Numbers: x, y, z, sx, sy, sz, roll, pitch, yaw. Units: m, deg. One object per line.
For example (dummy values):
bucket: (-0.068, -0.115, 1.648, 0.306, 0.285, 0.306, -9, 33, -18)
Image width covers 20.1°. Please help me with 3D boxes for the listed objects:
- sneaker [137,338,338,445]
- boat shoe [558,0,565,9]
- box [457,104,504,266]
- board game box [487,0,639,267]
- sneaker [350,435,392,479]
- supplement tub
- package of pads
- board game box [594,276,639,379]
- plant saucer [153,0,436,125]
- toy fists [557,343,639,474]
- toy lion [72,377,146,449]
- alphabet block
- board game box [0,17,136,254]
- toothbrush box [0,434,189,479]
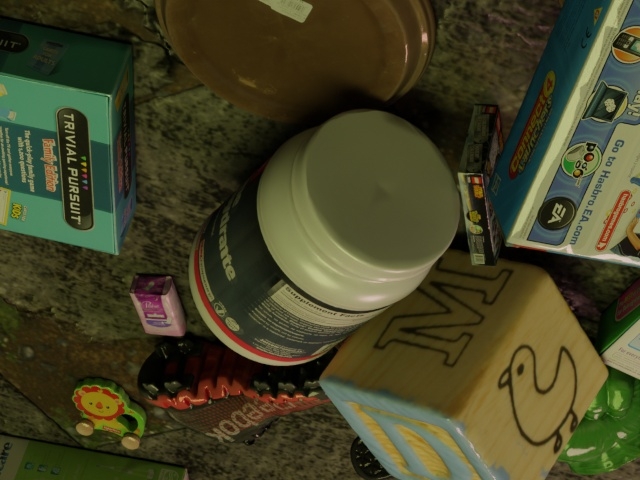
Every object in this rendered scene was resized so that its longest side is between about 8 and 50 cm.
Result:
sneaker: (-0.076, 0.178, 2.144, 0.276, 0.097, 0.135, -7, 136, 29)
boat shoe: (0.281, -0.165, 1.603, 0.103, 0.092, 0.285, 44, 163, 47)
box: (0.163, -0.053, 1.782, 0.027, 0.094, 0.137, 3, 140, 15)
board game box: (0.336, -0.116, 1.518, 0.302, 0.086, 0.308, 10, 123, -17)
sneaker: (0.146, 0.230, 2.165, 0.235, 0.084, 0.097, -14, 172, 20)
supplement tub: (0.000, 0.000, 1.801, 0.191, 0.191, 0.272, 28, 148, -15)
package of pads: (-0.188, 0.077, 2.113, 0.050, 0.032, 0.083, 1, 139, 14)
board game box: (0.464, 0.071, 1.851, 0.242, 0.064, 0.316, 25, 141, -11)
plant saucer: (-0.030, -0.204, 1.712, 0.278, 0.041, 0.278, 10, 141, 9)
toy fists: (0.234, 0.215, 2.025, 0.279, 0.096, 0.142, -25, 110, 14)
toy lion: (-0.270, 0.216, 2.314, 0.100, 0.034, 0.096, 18, 134, -3)
alphabet block: (0.152, 0.143, 1.899, 0.193, 0.197, 0.192, 13, 150, 42)
board game box: (-0.365, -0.125, 1.892, 0.336, 0.079, 0.254, 12, 141, 5)
toothbrush box: (-0.322, 0.388, 2.466, 0.283, 0.122, 0.206, 10, 141, 9)
